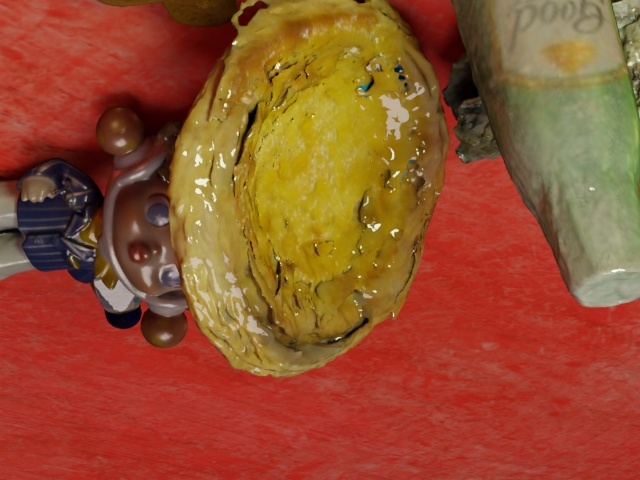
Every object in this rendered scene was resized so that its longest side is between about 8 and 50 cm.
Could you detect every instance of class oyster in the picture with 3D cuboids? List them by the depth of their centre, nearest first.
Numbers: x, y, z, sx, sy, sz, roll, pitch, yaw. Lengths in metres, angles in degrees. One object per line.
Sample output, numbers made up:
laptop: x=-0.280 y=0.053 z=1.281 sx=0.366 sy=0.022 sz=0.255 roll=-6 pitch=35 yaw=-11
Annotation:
oyster: x=0.226 y=-0.110 z=1.223 sx=0.267 sy=0.112 sz=0.198 roll=-10 pitch=154 yaw=-6

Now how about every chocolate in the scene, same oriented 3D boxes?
chocolate: x=0.152 y=-0.094 z=1.026 sx=0.110 sy=0.291 sz=0.110 roll=-8 pitch=151 yaw=-4

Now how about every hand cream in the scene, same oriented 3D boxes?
hand cream: x=-0.184 y=0.026 z=1.448 sx=0.062 sy=0.039 sz=0.163 roll=-5 pitch=148 yaw=-5

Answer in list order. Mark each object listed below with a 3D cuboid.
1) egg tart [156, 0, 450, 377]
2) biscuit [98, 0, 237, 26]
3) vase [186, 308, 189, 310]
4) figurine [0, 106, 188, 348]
egg tart: x=-0.024 y=-0.051 z=1.149 sx=0.107 sy=0.291 sz=0.290 roll=12 pitch=172 yaw=42
biscuit: x=-0.051 y=-0.205 z=1.027 sx=0.138 sy=0.031 sz=0.205 roll=9 pitch=150 yaw=-40
vase: x=-0.058 y=0.043 z=1.474 sx=0.086 sy=0.086 sz=0.214 roll=-21 pitch=156 yaw=23
figurine: x=-0.159 y=-0.006 z=1.285 sx=0.274 sy=0.133 sz=0.194 roll=-25 pitch=107 yaw=23
